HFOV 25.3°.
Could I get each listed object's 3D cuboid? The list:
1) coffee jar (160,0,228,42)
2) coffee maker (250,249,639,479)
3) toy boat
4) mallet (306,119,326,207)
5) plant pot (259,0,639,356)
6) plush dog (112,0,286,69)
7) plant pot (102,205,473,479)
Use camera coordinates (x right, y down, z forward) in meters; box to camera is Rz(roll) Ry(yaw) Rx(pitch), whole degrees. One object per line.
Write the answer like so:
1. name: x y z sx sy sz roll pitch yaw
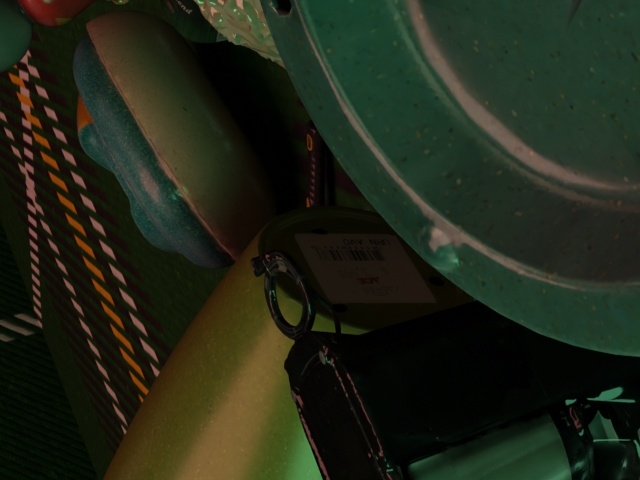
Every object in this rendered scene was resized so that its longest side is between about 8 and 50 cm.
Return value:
1. coffee jar: -0.071 -0.227 1.025 0.096 0.079 0.184 66 160 17
2. coffee maker: 0.086 0.060 0.672 0.120 0.178 0.171 1 110 68
3. toy boat: -0.169 -0.116 1.157 0.267 0.148 0.318 58 -178 39
4. mallet: 0.000 0.000 1.092 0.062 0.039 0.189 -124 29 -45
5. plant pot: 0.105 -0.092 0.340 0.293 0.196 0.293 34 142 33
6. plush dog: 0.031 -0.165 0.669 0.225 0.211 0.262 -5 102 47
7. plant pot: -0.009 0.134 0.933 0.275 0.275 0.293 53 138 45
